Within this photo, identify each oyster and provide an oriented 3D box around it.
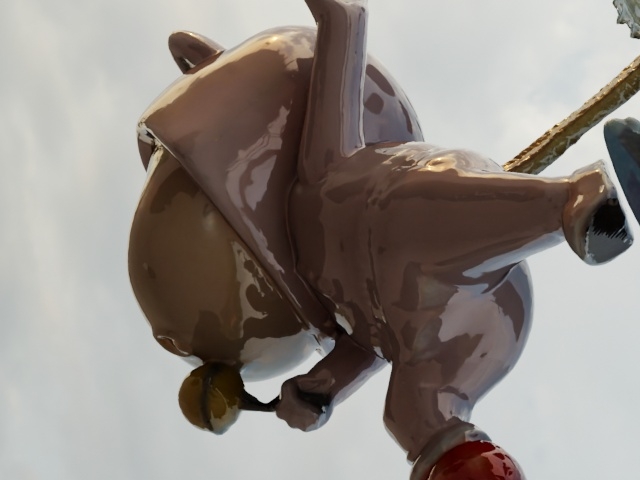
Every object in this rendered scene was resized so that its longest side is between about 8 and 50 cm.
[{"bbox_3d":[0.324,-0.250,1.108,0.045,0.146,0.122,23,-29,39],"label":"oyster"}]

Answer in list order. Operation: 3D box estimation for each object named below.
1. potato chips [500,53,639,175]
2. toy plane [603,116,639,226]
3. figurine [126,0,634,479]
[{"bbox_3d":[0.185,-0.087,0.852,0.204,0.037,0.026,-36,-150,3],"label":"potato chips"},{"bbox_3d":[0.181,0.050,0.374,0.078,0.169,0.246,-33,-84,20],"label":"toy plane"},{"bbox_3d":[0.000,0.000,0.512,0.287,0.186,0.176,37,-22,44],"label":"figurine"}]
